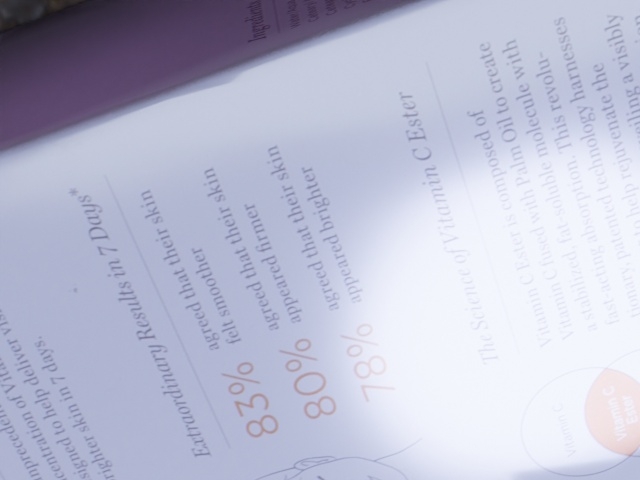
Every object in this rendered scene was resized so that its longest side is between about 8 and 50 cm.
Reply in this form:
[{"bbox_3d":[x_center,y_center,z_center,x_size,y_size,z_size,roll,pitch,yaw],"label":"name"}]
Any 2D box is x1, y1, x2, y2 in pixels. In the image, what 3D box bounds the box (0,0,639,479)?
[{"bbox_3d":[0.000,0.000,0.506,0.345,0.168,0.215,-19,116,4],"label":"box"}]
